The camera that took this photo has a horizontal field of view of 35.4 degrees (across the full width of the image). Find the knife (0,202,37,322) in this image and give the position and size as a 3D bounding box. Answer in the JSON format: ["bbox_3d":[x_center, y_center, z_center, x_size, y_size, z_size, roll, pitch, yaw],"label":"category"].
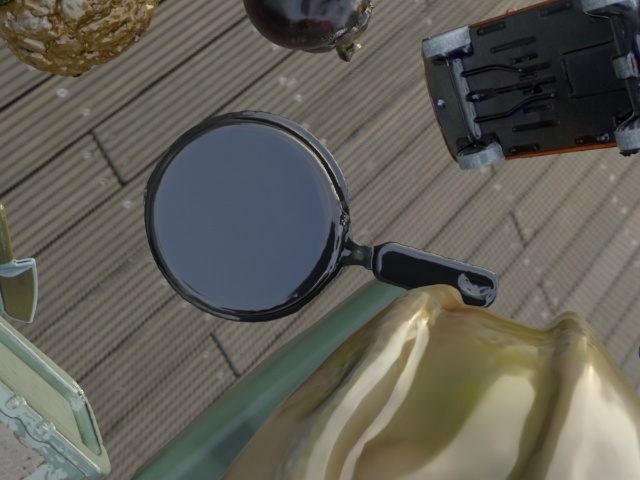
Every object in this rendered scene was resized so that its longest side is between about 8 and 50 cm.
[{"bbox_3d":[-0.435,0.043,1.422,0.061,0.343,0.027,-8,62,-16],"label":"knife"}]

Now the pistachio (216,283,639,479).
[{"bbox_3d":[0.018,0.223,0.485,0.365,0.281,0.446,-56,164,-50],"label":"pistachio"}]

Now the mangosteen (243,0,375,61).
[{"bbox_3d":[-0.019,-0.314,1.290,0.172,0.184,0.173,1,77,-5],"label":"mangosteen"}]

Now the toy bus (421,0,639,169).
[{"bbox_3d":[0.234,-0.157,0.914,0.153,0.329,0.143,-23,100,-28],"label":"toy bus"}]

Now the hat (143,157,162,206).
[{"bbox_3d":[-0.085,-0.025,0.820,0.121,0.050,0.121,-5,116,-11],"label":"hat"}]

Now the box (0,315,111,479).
[{"bbox_3d":[-0.403,0.194,1.122,0.182,0.175,0.312,-37,129,-2],"label":"box"}]

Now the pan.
[{"bbox_3d":[0.000,0.000,0.632,0.028,0.235,0.136,-60,166,-82],"label":"pan"}]

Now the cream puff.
[{"bbox_3d":[-0.236,-0.236,0.801,0.169,0.183,0.184,16,81,-59],"label":"cream puff"}]

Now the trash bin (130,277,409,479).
[{"bbox_3d":[-0.026,0.195,1.071,0.343,0.223,0.158,-34,88,-9],"label":"trash bin"}]

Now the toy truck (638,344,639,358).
[{"bbox_3d":[0.409,-0.005,0.781,0.162,0.161,0.385,14,111,-31],"label":"toy truck"}]
